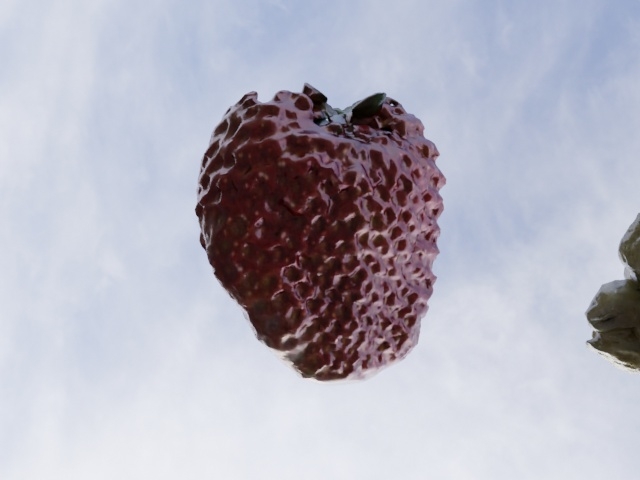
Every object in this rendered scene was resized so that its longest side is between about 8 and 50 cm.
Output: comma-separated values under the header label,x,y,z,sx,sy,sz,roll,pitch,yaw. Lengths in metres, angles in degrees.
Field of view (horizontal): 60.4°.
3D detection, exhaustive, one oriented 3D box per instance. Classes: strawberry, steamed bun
label,x,y,z,sx,sy,sz,roll,pitch,yaw
strawberry,0.000,0.000,0.666,0.267,0.311,0.352,-13,-98,57
steamed bun,0.317,0.056,0.439,0.177,0.106,0.193,30,-59,44
